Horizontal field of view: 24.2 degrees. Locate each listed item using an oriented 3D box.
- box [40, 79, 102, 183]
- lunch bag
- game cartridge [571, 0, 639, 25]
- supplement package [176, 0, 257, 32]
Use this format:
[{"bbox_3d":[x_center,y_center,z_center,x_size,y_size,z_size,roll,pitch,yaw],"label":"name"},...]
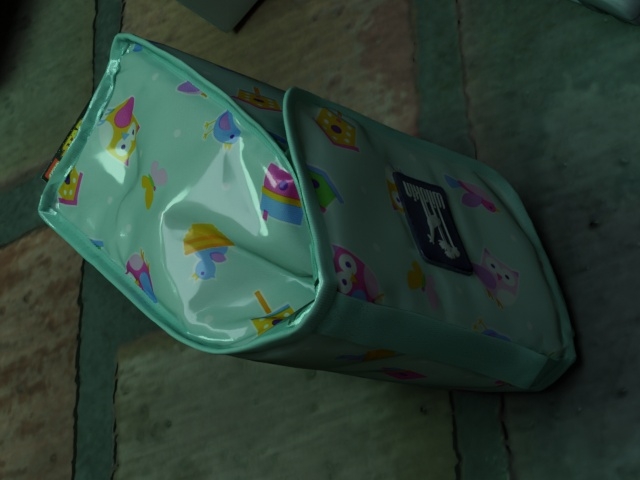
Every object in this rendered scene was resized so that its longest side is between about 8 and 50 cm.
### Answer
[{"bbox_3d":[-0.160,-0.085,1.199,0.094,0.027,0.137,37,95,44],"label":"box"},{"bbox_3d":[0.000,0.000,0.871,0.262,0.223,0.160,32,99,46],"label":"lunch bag"},{"bbox_3d":[0.156,-0.273,0.992,0.297,0.062,0.198,35,99,46],"label":"game cartridge"},{"bbox_3d":[-0.094,-0.314,1.165,0.194,0.149,0.203,-46,46,14],"label":"supplement package"}]
